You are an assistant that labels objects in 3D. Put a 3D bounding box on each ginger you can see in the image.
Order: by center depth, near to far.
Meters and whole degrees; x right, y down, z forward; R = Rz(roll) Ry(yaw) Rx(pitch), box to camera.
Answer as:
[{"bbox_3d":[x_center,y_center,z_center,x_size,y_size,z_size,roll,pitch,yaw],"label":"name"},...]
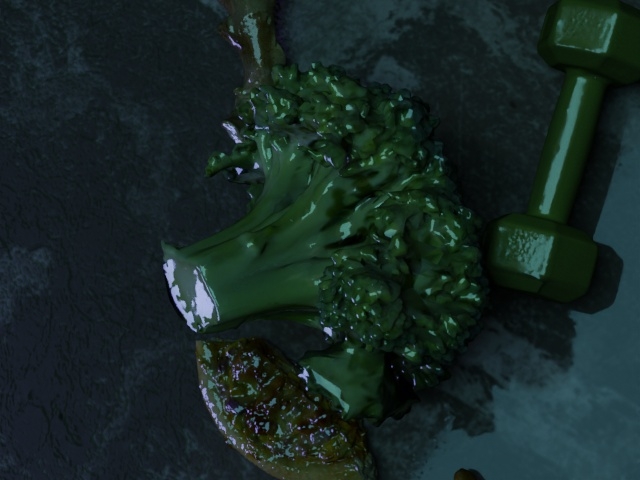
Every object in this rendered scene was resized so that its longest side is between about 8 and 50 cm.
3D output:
[{"bbox_3d":[-0.078,-0.234,1.897,0.089,0.075,0.288,2,79,10],"label":"ginger"}]

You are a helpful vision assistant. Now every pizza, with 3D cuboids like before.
[{"bbox_3d":[-0.045,0.182,1.828,0.127,0.058,0.246,-45,71,10],"label":"pizza"}]

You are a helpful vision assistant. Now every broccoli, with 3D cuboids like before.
[{"bbox_3d":[0.025,0.003,1.701,0.338,0.277,0.317,42,61,-4],"label":"broccoli"}]

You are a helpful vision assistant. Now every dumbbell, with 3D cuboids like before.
[{"bbox_3d":[0.243,-0.091,1.724,0.108,0.121,0.302,17,89,-6],"label":"dumbbell"}]

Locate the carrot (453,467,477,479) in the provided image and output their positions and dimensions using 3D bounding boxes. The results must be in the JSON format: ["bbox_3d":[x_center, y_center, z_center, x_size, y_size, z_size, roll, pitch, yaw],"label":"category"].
[{"bbox_3d":[0.188,0.337,1.721,0.043,0.043,0.248,-30,70,15],"label":"carrot"}]
